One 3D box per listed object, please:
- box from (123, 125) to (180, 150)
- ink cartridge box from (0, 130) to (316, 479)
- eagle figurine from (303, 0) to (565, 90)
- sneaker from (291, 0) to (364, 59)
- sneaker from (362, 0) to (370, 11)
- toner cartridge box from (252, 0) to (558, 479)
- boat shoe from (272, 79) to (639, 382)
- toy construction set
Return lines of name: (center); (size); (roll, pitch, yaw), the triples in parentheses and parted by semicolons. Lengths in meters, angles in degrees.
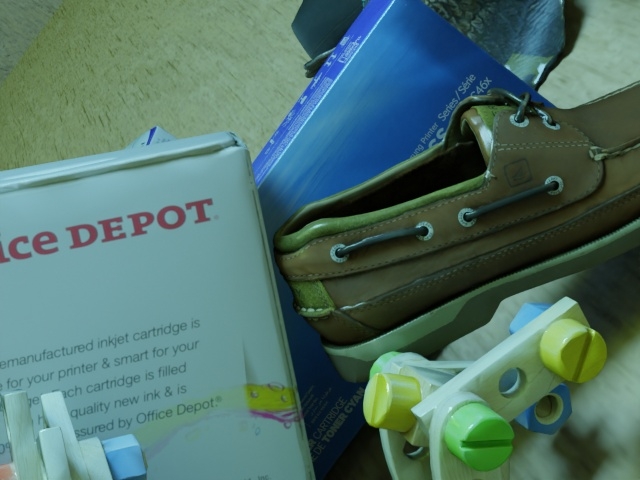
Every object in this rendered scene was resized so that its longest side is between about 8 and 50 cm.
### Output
box: (-0.147, -0.019, 1.220); (0.072, 0.137, 0.126); (-23, 40, 49)
ink cartridge box: (-0.126, 0.102, 0.759); (0.226, 0.306, 0.131); (-11, 9, -5)
eagle figurine: (0.104, -0.197, 1.006); (0.226, 0.225, 0.298); (-25, -39, -46)
sneaker: (0.018, -0.287, 1.325); (0.118, 0.083, 0.222); (-40, 30, 29)
sneaker: (0.063, -0.243, 1.189); (0.166, 0.076, 0.065); (-56, -13, -13)
toner cartridge box: (0.011, 0.010, 0.868); (0.348, 0.165, 0.075); (-54, 14, 4)
boat shoe: (0.119, -0.036, 0.720); (0.307, 0.104, 0.111); (-32, 17, -6)
toy construction set: (-0.010, 0.150, 0.639); (0.151, 0.328, 0.215); (-114, 18, -73)
